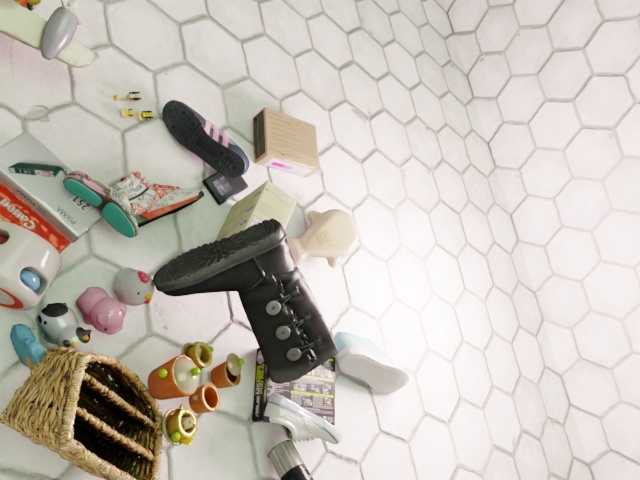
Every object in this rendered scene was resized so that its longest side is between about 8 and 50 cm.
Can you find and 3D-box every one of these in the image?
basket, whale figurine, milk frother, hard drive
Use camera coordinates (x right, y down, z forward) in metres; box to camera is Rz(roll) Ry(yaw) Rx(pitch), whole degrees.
[{"bbox_3d":[-0.451,0.368,1.067,0.213,0.223,0.299,-64,142,-35],"label":"basket"},{"bbox_3d":[0.000,0.000,1.772,0.272,0.141,0.216,-25,89,-20],"label":"whale figurine"},{"bbox_3d":[-0.105,0.662,1.408,0.143,0.129,0.134,-26,52,-17],"label":"milk frother"},{"bbox_3d":[-0.306,-0.183,1.635,0.094,0.022,0.135,56,47,-7],"label":"hard drive"}]

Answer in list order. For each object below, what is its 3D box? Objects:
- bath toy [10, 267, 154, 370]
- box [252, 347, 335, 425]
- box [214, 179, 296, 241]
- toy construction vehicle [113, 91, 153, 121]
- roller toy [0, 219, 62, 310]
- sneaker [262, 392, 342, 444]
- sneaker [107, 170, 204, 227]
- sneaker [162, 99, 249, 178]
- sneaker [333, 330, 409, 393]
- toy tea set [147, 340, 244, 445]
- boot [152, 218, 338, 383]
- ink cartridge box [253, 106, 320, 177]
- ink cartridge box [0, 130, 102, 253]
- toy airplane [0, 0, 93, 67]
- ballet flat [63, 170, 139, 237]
[{"bbox_3d":[-0.539,0.175,1.210,0.348,0.129,0.151,-37,97,-44],"label":"bath toy"},{"bbox_3d":[-0.074,0.450,1.544,0.270,0.060,0.216,18,61,-35],"label":"box"},{"bbox_3d":[-0.210,-0.025,1.518,0.117,0.214,0.242,37,51,-23],"label":"box"},{"bbox_3d":[-0.560,-0.397,1.504,0.098,0.035,0.085,-19,96,-41],"label":"toy construction vehicle"},{"bbox_3d":[-0.684,0.059,1.087,0.209,0.191,0.146,35,54,-26],"label":"roller toy"},{"bbox_3d":[-0.056,0.531,1.433,0.258,0.094,0.091,34,64,-16],"label":"sneaker"},{"bbox_3d":[-0.466,-0.139,1.432,0.270,0.090,0.144,-31,96,-41],"label":"sneaker"},{"bbox_3d":[-0.359,-0.320,1.608,0.319,0.112,0.131,44,16,-6],"label":"sneaker"},{"bbox_3d":[0.178,0.407,1.738,0.366,0.135,0.150,41,19,-39],"label":"sneaker"},{"bbox_3d":[-0.287,0.347,1.269,0.199,0.124,0.336,65,19,-6],"label":"toy tea set"},{"bbox_3d":[-0.190,0.206,1.377,0.146,0.367,0.444,-110,178,-61],"label":"boot"},{"bbox_3d":[-0.123,-0.349,1.820,0.235,0.088,0.193,12,66,-38],"label":"ink cartridge box"},{"bbox_3d":[-0.703,-0.097,1.231,0.275,0.060,0.238,46,47,-17],"label":"ink cartridge box"},{"bbox_3d":[-0.796,-0.590,1.210,0.386,0.273,0.384,-23,89,-44],"label":"toy airplane"},{"bbox_3d":[-0.544,-0.101,1.288,0.221,0.077,0.079,42,33,-19],"label":"ballet flat"}]
